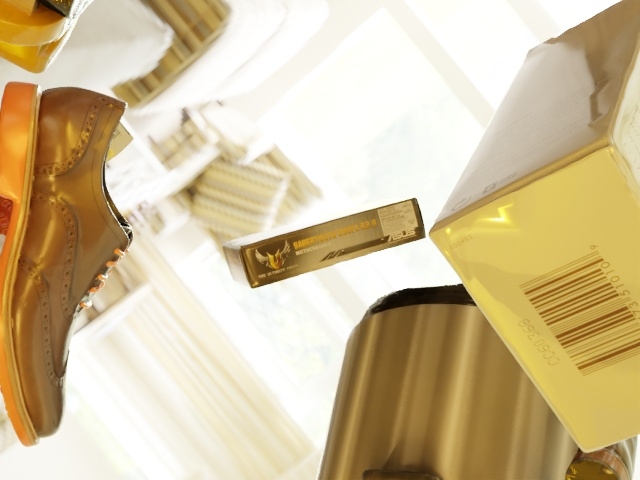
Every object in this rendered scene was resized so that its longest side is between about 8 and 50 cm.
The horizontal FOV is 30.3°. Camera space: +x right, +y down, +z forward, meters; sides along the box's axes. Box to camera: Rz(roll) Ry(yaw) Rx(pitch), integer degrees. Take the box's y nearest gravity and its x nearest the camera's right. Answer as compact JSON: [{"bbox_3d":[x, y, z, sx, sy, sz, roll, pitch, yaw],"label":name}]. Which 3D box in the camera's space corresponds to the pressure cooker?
[{"bbox_3d":[0.175,0.309,1.449,0.375,0.370,0.420,-42,-152,56],"label":"pressure cooker"}]

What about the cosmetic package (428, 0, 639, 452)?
[{"bbox_3d":[0.246,-0.040,0.945,0.156,0.217,0.385,-28,-164,33],"label":"cosmetic package"}]

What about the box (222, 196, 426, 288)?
[{"bbox_3d":[0.000,0.000,1.512,0.231,0.056,0.183,-16,-175,-10],"label":"box"}]

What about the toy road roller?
[{"bbox_3d":[-0.389,-0.391,1.655,0.240,0.203,0.329,-58,-175,46],"label":"toy road roller"}]

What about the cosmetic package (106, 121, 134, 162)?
[{"bbox_3d":[-0.286,-0.114,1.438,0.115,0.060,0.041,-24,-160,43],"label":"cosmetic package"}]

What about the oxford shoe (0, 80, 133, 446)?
[{"bbox_3d":[-0.188,0.022,0.871,0.098,0.271,0.097,2,-171,-10],"label":"oxford shoe"}]

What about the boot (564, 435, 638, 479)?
[{"bbox_3d":[0.294,0.278,1.212,0.106,0.082,0.219,-46,143,-47],"label":"boot"}]

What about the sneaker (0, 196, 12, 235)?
[{"bbox_3d":[-0.331,-0.049,1.144,0.225,0.088,0.092,-25,-144,6],"label":"sneaker"}]
